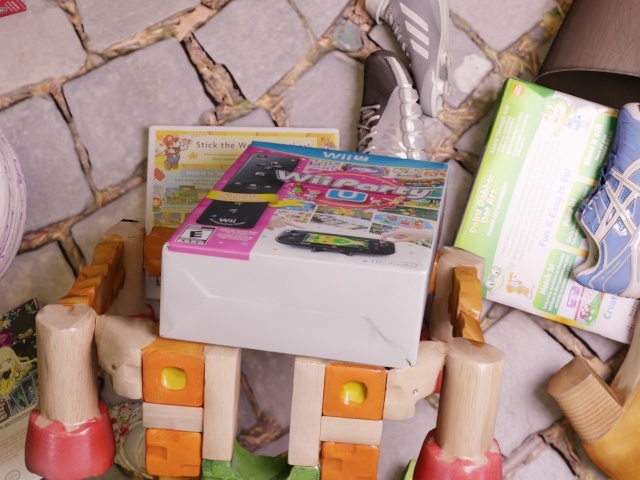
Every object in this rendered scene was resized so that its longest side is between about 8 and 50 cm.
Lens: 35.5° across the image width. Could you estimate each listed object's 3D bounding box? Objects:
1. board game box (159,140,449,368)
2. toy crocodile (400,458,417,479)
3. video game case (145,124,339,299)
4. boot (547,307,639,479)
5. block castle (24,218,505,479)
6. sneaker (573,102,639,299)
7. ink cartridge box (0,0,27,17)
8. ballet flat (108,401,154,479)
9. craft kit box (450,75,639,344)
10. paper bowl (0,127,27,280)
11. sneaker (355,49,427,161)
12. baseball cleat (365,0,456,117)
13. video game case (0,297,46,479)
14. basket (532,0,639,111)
[{"bbox_3d":[0.000,0.000,0.959,0.224,0.303,0.098,7,112,8],"label":"board game box"},{"bbox_3d":[0.060,0.404,1.084,0.115,0.105,0.340,27,76,4],"label":"toy crocodile"},{"bbox_3d":[-0.092,-0.031,1.178,0.227,0.026,0.206,1,85,2],"label":"video game case"},{"bbox_3d":[0.415,0.156,1.083,0.295,0.104,0.211,-39,107,17],"label":"boot"},{"bbox_3d":[-0.044,0.139,1.017,0.453,0.303,0.213,5,112,1],"label":"block castle"},{"bbox_3d":[0.318,-0.041,1.066,0.081,0.080,0.211,3,95,3],"label":"sneaker"},{"bbox_3d":[-0.458,-0.319,1.160,0.176,0.128,0.127,-16,85,1],"label":"ink cartridge box"},{"bbox_3d":[-0.148,0.247,1.127,0.241,0.077,0.091,21,86,3],"label":"ballet flat"},{"bbox_3d":[0.289,-0.030,1.135,0.246,0.061,0.250,18,96,0],"label":"craft kit box"},{"bbox_3d":[-0.474,-0.039,1.124,0.284,0.148,0.284,0,85,2],"label":"paper bowl"},{"bbox_3d":[0.049,-0.101,1.139,0.132,0.086,0.229,-11,85,-15],"label":"sneaker"},{"bbox_3d":[0.106,-0.244,1.182,0.109,0.072,0.206,1,80,15],"label":"baseball cleat"},{"bbox_3d":[-0.381,0.206,1.115,0.232,0.042,0.210,-30,61,-2],"label":"video game case"},{"bbox_3d":[0.369,-0.259,1.129,0.204,0.154,0.227,14,80,29],"label":"basket"}]
